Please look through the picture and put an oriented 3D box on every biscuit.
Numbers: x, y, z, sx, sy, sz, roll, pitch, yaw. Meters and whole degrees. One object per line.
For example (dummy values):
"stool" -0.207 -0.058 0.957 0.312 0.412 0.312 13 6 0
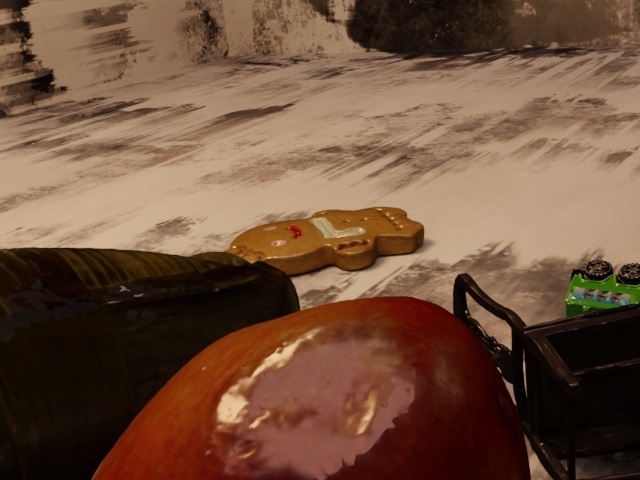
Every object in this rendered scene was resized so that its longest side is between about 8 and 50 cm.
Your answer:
"biscuit" -0.001 -0.003 1.120 0.249 0.035 0.184 -10 19 -8

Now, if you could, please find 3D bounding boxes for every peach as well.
"peach" -0.003 0.137 0.416 0.199 0.243 0.243 39 25 -1

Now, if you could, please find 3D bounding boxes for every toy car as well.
"toy car" 0.289 0.067 0.768 0.165 0.071 0.062 7 38 35

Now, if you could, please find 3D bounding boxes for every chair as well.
"chair" 0.184 0.092 0.665 0.113 0.106 0.229 -9 20 -6

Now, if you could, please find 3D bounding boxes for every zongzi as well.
"zongzi" -0.259 0.107 0.680 0.403 0.207 0.432 -14 7 -37
